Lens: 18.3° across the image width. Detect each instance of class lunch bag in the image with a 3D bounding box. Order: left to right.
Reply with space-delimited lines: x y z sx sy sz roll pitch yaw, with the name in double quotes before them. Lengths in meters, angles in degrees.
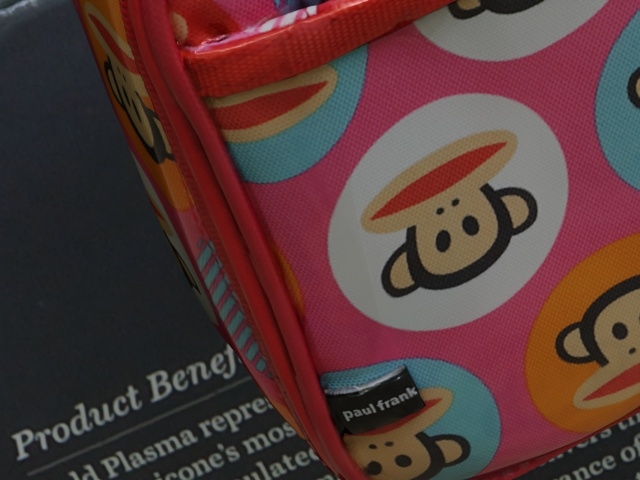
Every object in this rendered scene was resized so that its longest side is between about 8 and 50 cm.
"lunch bag" 0.079 -0.094 0.507 0.293 0.258 0.120 -29 38 -10

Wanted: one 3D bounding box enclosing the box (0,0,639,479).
"box" 0.000 0.000 0.953 0.297 0.471 0.480 -23 24 2
